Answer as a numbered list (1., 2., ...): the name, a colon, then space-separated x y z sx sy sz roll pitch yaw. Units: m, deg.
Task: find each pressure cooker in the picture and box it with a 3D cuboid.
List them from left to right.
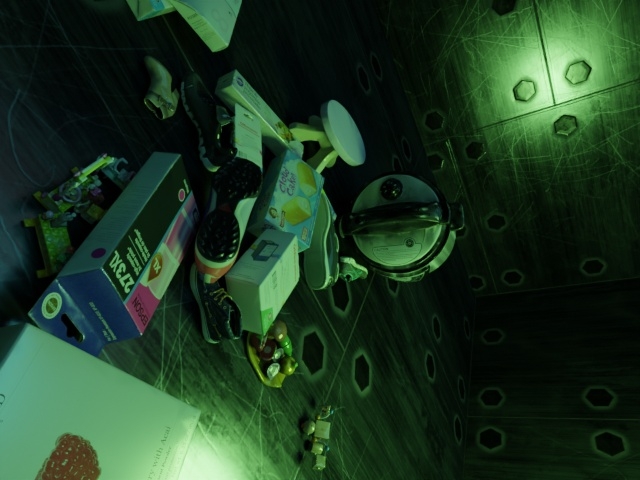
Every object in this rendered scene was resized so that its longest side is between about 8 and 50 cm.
1. pressure cooker: 0.288 -0.054 1.528 0.375 0.370 0.420 45 8 21

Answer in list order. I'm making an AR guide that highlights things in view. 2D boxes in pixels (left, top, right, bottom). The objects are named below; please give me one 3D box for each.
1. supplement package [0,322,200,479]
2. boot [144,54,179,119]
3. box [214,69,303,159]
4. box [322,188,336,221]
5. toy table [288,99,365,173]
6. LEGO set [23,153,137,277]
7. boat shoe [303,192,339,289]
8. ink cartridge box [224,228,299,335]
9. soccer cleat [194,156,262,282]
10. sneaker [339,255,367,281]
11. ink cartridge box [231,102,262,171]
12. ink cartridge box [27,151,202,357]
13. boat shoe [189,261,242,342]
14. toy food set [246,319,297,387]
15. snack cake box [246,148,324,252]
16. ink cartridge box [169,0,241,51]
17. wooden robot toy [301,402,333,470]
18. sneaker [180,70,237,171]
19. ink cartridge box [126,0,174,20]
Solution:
1. supplement package: -0.342 0.259 0.552 0.293 0.175 0.178 50 41 -39
2. boot: -0.349 -0.321 0.896 0.118 0.042 0.087 54 39 -35
3. box: -0.162 -0.335 1.197 0.324 0.067 0.063 41 45 -45
4. box: -0.013 -0.120 1.394 0.178 0.042 0.109 60 35 -28
5. toy table: 0.025 -0.340 1.425 0.274 0.160 0.253 47 41 -43
6. LEGO set: -0.373 -0.036 0.664 0.132 0.107 0.287 38 45 -41
7. boat shoe: 0.000 0.000 1.315 0.091 0.114 0.303 4 88 -59
8. ink cartridge box: -0.131 0.092 1.013 0.212 0.093 0.155 -55 152 -50
9. soccer cleat: -0.206 -0.055 0.928 0.108 0.116 0.319 18 49 -13
10. sneaker: 0.112 0.116 1.519 0.166 0.064 0.076 34 67 -46
11. ink cartridge box: -0.207 -0.245 1.089 0.104 0.061 0.182 20 63 -57
12. ink cartridge box: -0.313 0.025 0.715 0.176 0.069 0.371 88 13 -45
13. boat shoe: -0.219 0.127 0.906 0.065 0.083 0.184 -15 92 -60
14. toy food set: -0.115 0.262 1.046 0.218 0.071 0.128 66 32 -19
15. snack cake box: -0.090 -0.107 1.174 0.152 0.089 0.265 35 48 -29
16. ink cartridge box: -0.286 -0.589 0.970 0.232 0.066 0.189 47 42 -51
17. wooden robot toy: -0.021 0.520 1.143 0.078 0.076 0.174 20 55 -15
18. sneaker: -0.250 -0.286 0.985 0.078 0.106 0.235 -24 100 -61
19. ink cartridge box: -0.363 -0.569 0.943 0.104 0.060 0.180 63 33 -25
